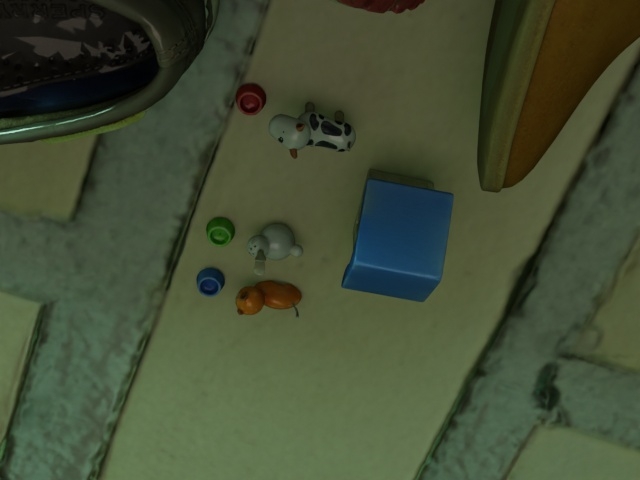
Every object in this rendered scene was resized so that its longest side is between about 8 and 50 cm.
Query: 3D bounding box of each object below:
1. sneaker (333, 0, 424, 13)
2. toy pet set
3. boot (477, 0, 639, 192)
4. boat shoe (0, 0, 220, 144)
[{"bbox_3d":[-0.035,-0.169,0.509,0.225,0.093,0.088,25,97,-27],"label":"sneaker"},{"bbox_3d":[0.000,0.000,0.602,0.114,0.065,0.122,11,119,-4],"label":"toy pet set"},{"bbox_3d":[0.194,-0.133,0.502,0.211,0.104,0.295,13,114,-5],"label":"boot"},{"bbox_3d":[-0.210,-0.091,0.542,0.324,0.097,0.116,-2,119,3],"label":"boat shoe"}]
